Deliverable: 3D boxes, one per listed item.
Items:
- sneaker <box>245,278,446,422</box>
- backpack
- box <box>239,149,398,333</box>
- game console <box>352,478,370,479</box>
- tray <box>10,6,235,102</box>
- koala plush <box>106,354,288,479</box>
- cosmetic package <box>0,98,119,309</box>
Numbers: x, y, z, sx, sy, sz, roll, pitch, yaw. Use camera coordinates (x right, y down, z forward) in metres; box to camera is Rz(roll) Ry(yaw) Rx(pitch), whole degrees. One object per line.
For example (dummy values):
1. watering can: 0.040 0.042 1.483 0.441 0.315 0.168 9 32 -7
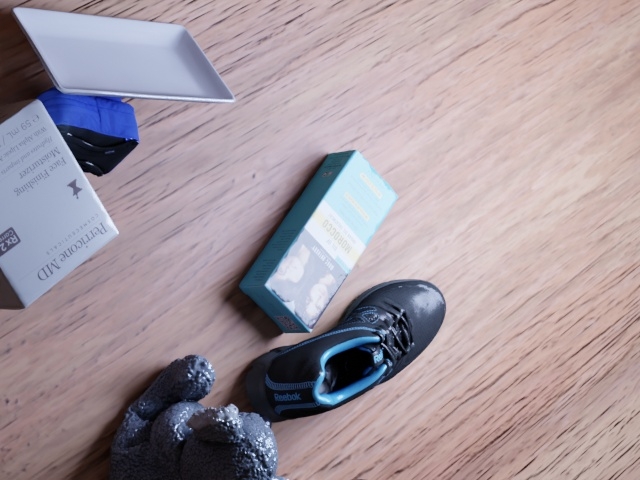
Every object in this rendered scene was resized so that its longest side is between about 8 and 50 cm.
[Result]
1. sneaker: 0.066 0.151 2.066 0.341 0.140 0.125 -30 104 -36
2. backpack: -0.293 -0.136 1.833 0.120 0.098 0.101 7 54 -38
3. box: 0.000 0.000 2.073 0.100 0.060 0.244 47 61 -26
4. game console: 0.079 0.498 2.068 0.213 0.044 0.361 -11 89 -10
5. tray: -0.238 -0.213 1.866 0.270 0.030 0.145 -1 49 -46
6. koala plush: -0.129 0.263 1.854 0.203 0.221 0.196 -40 111 -32
7. cosmetic package: -0.357 -0.038 1.737 0.151 0.151 0.183 -42 112 -31
